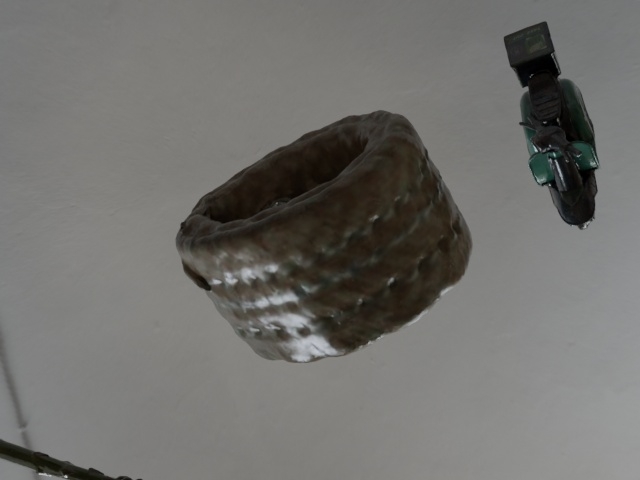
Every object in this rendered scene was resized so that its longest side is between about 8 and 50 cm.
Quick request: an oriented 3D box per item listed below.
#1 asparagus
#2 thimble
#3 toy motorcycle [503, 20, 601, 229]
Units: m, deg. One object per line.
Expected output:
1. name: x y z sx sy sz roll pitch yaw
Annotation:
1. asparagus: -0.247 0.220 0.895 0.249 0.025 0.024 4 -97 35
2. thimble: 0.003 0.001 0.787 0.229 0.196 0.148 -26 -71 17
3. toy motorcycle: 0.197 -0.091 0.779 0.058 0.100 0.173 -18 -129 20
